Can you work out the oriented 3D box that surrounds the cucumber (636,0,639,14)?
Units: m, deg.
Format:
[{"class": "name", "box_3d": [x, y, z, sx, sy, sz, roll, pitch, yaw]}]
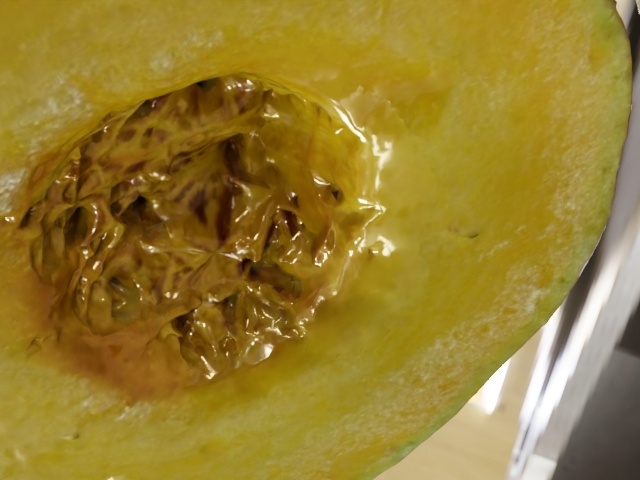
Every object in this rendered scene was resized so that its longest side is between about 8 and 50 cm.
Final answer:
[{"class": "cucumber", "box_3d": [0.241, -0.091, 0.790, 0.265, 0.077, 0.077, 64, -151, -27]}]

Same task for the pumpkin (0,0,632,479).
[{"class": "pumpkin", "box_3d": [-0.075, -0.044, 0.513, 0.199, 0.332, 0.332, 57, 140, 46]}]
